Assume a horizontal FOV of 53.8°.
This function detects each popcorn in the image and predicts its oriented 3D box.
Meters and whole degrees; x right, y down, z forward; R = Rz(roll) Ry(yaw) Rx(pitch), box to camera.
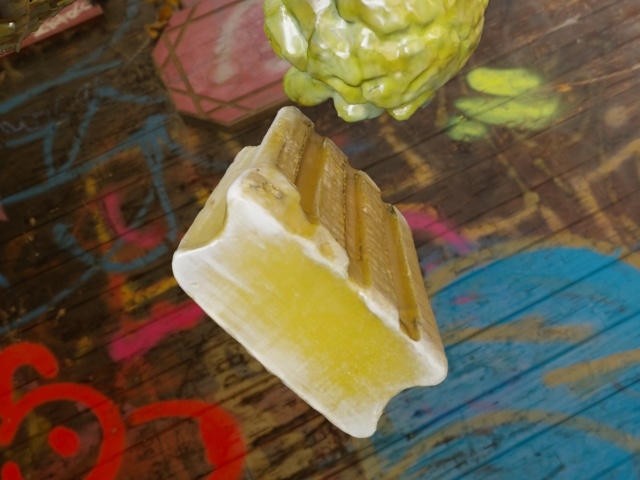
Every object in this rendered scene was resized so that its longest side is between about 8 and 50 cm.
[{"bbox_3d":[0.040,-0.190,0.567,0.197,0.198,0.212,61,141,26],"label":"popcorn"}]

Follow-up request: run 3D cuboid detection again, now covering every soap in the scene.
[{"bbox_3d":[0.000,0.000,0.482,0.173,0.089,0.274,45,-165,-13],"label":"soap"}]

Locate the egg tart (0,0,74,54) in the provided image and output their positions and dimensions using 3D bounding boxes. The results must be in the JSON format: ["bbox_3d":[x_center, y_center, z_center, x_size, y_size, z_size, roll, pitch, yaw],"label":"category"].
[{"bbox_3d":[-0.271,-0.296,0.537,0.132,0.297,0.297,19,157,17],"label":"egg tart"}]
